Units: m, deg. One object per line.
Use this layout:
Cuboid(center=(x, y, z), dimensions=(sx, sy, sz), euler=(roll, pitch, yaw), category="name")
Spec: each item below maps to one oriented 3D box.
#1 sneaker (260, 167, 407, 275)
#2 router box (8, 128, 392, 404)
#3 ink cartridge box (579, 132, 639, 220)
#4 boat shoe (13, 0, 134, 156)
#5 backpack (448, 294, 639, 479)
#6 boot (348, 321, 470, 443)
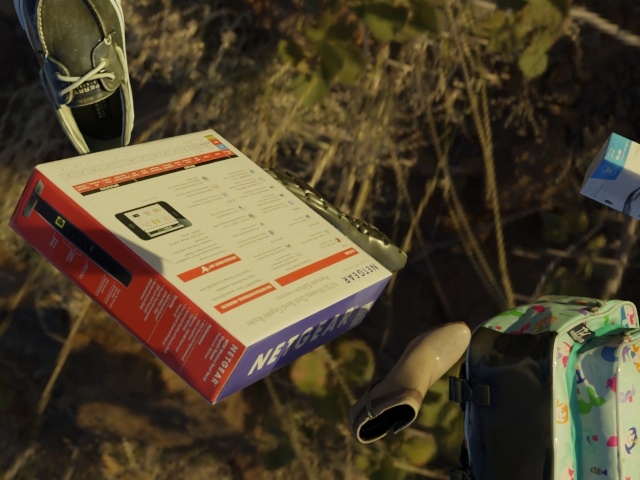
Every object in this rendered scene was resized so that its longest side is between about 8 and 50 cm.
Cuboid(center=(0.000, 0.000, 1.650), dimensions=(0.267, 0.101, 0.106), euler=(33, 99, -33), category="sneaker")
Cuboid(center=(-0.121, 0.011, 1.395), dimensions=(0.301, 0.335, 0.082), euler=(39, 116, 17), category="router box")
Cuboid(center=(0.241, -0.040, 0.926), dimensions=(0.083, 0.028, 0.048), euler=(24, 147, 2), category="ink cartridge box")
Cuboid(center=(-0.281, -0.212, 1.533), dimensions=(0.121, 0.119, 0.335), euler=(-16, 145, -1), category="boat shoe")
Cuboid(center=(0.257, 0.167, 1.269), dimensions=(0.191, 0.253, 0.225), euler=(1, 100, 26), category="backpack")
Cuboid(center=(0.073, 0.118, 1.010), dimensions=(0.118, 0.087, 0.042), euler=(-41, 99, 15), category="boot")
